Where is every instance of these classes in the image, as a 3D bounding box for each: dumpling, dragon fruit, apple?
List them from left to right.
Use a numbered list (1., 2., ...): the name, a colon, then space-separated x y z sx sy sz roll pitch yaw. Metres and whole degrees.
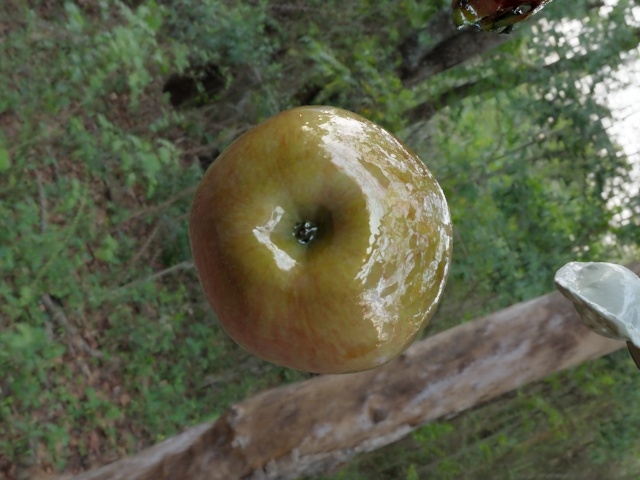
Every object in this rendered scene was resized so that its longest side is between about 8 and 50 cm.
1. apple: 0.000 0.000 1.264 0.346 0.392 0.391 64 4 -76
2. dragon fruit: 0.241 -0.320 1.099 0.138 0.175 0.142 27 24 -32
3. dumpling: 0.484 0.103 1.512 0.151 0.124 0.229 11 29 -26

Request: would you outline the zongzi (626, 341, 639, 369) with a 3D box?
1. zongzi: 0.794 0.275 1.832 0.356 0.174 0.392 11 50 -45
